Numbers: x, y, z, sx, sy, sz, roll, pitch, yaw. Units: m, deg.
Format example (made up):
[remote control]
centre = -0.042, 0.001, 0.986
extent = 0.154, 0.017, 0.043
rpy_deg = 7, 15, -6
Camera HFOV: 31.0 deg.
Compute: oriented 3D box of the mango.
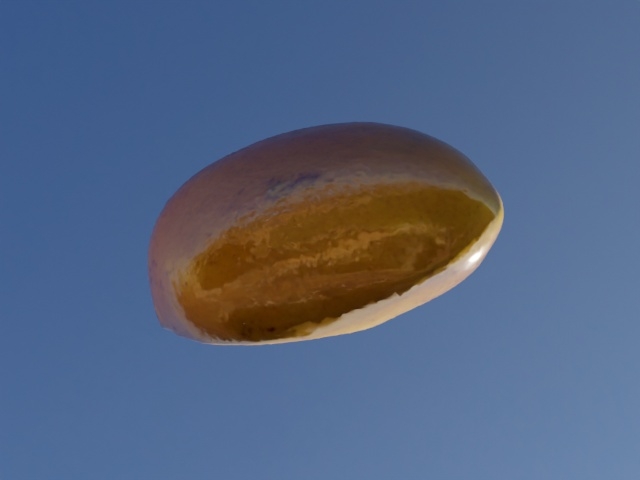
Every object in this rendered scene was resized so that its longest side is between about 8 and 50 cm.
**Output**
[mango]
centre = -0.002, -0.006, 0.620
extent = 0.217, 0.141, 0.102
rpy_deg = -6, -74, 37
